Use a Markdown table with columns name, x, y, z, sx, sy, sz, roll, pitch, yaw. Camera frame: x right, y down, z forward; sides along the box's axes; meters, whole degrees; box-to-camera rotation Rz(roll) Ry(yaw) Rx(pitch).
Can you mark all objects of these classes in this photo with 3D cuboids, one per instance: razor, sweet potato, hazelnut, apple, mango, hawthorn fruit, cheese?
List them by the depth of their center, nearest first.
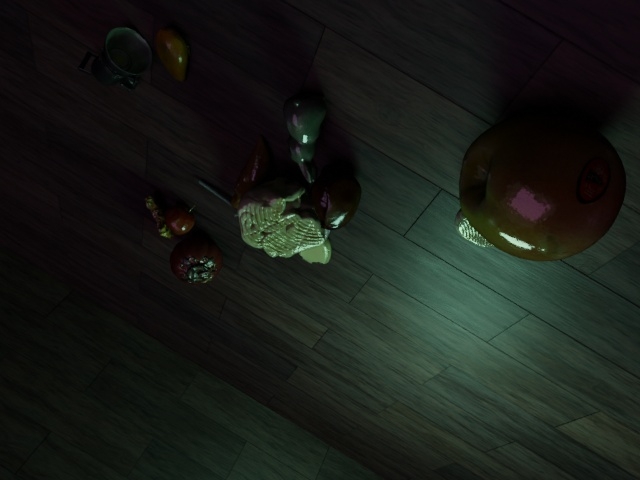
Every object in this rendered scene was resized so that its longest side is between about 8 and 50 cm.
| name | x | y | z | sx | sy | sz | roll | pitch | yaw |
| --- | --- | --- | --- | --- | --- | --- | --- | --- | --- |
| apple | 0.485 | -0.127 | 1.067 | 0.304 | 0.339 | 0.339 | 19 | 140 | -6 |
| mango | -0.451 | -0.567 | 1.429 | 0.101 | 0.066 | 0.188 | 23 | 148 | 11 |
| hazelnut | 0.041 | -0.130 | 1.471 | 0.160 | 0.170 | 0.202 | 28 | 116 | 6 |
| sweet potato | -0.246 | -0.204 | 1.635 | 0.355 | 0.095 | 0.106 | -56 | 48 | 47 |
| cheese | 0.000 | 0.000 | 1.726 | 0.127 | 0.050 | 0.255 | 30 | 140 | 2 |
| razor | -0.383 | -0.166 | 1.807 | 0.211 | 0.036 | 0.084 | 42 | -178 | 1 |
| hawthorn fruit | -0.585 | -0.089 | 1.948 | 0.125 | 0.125 | 0.140 | 46 | 138 | -17 |

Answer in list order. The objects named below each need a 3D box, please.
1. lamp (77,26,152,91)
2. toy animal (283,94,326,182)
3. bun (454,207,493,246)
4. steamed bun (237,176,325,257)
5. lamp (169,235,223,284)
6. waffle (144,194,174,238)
| name | x | y | z | sx | sy | sz | roll | pitch | yaw |
| --- | --- | --- | --- | --- | --- | --- | --- | --- | --- |
| lamp | -0.654 | -0.568 | 1.514 | 0.172 | 0.147 | 0.227 | 31 | 155 | -37 |
| toy animal | -0.055 | -0.294 | 1.365 | 0.125 | 0.127 | 0.252 | 31 | 125 | 48 |
| bun | 0.474 | -0.063 | 1.326 | 0.183 | 0.102 | 0.183 | 14 | 147 | 9 |
| steamed bun | -0.132 | -0.092 | 1.591 | 0.288 | 0.203 | 0.276 | -7 | 130 | -8 |
| lamp | -0.535 | 0.092 | 2.028 | 0.226 | 0.227 | 0.227 | 17 | 138 | 16 |
| waffle | -0.682 | -0.095 | 1.983 | 0.194 | 0.051 | 0.149 | 65 | -178 | 18 |
